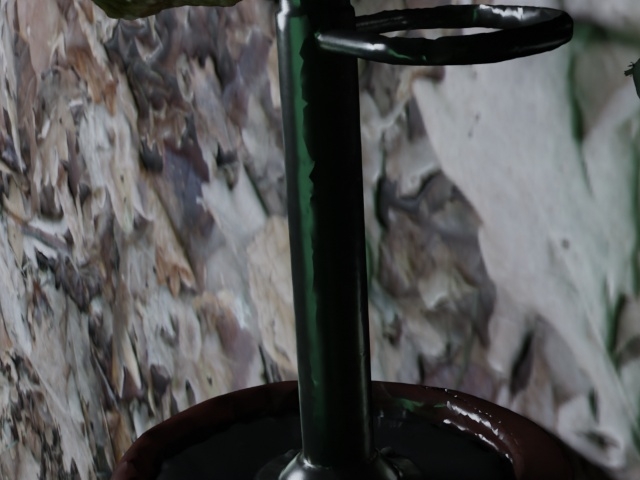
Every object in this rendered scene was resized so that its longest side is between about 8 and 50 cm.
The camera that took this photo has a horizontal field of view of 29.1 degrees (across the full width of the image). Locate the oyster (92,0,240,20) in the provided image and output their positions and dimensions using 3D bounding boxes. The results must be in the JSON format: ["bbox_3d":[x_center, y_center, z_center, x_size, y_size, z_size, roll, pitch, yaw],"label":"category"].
[{"bbox_3d":[-0.052,-0.216,0.711,0.233,0.107,0.162,-45,53,33],"label":"oyster"}]

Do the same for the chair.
[{"bbox_3d":[0.000,0.000,0.545,0.226,0.226,0.401,21,117,56],"label":"chair"}]

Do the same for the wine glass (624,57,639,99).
[{"bbox_3d":[0.164,-0.004,0.416,0.072,0.072,0.155,-42,64,56],"label":"wine glass"}]
